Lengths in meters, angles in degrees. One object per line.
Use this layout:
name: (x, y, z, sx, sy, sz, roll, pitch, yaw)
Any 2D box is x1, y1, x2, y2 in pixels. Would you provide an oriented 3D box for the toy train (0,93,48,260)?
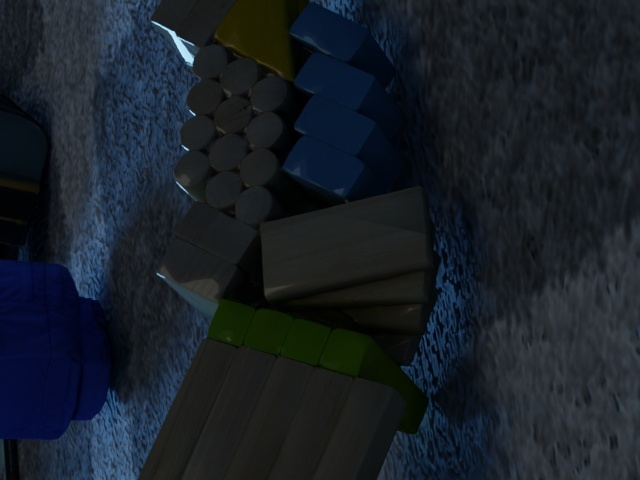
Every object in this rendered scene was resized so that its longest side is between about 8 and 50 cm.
toy train: (-0.330, -0.052, 1.687, 0.334, 0.142, 0.190, 35, 109, 65)

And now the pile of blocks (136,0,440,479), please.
pile of blocks: (0.000, 0.000, 0.977, 0.112, 0.149, 0.362, 47, -143, -57)

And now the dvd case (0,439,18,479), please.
dvd case: (-0.278, 0.214, 1.697, 0.087, 0.013, 0.119, 141, 125, -61)

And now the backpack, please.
backpack: (-0.206, 0.076, 1.422, 0.120, 0.101, 0.098, -111, 33, -48)
